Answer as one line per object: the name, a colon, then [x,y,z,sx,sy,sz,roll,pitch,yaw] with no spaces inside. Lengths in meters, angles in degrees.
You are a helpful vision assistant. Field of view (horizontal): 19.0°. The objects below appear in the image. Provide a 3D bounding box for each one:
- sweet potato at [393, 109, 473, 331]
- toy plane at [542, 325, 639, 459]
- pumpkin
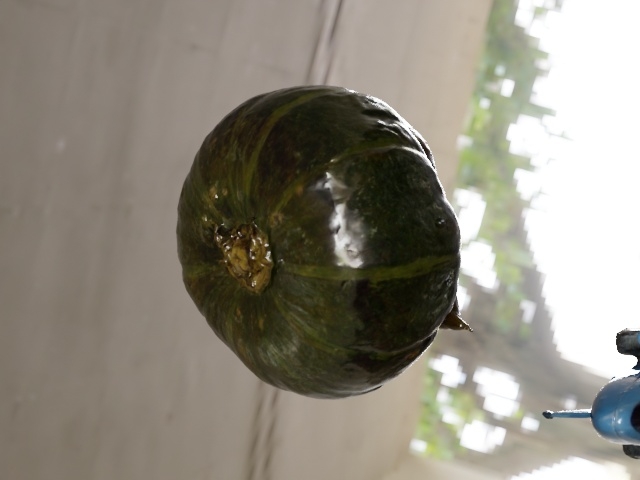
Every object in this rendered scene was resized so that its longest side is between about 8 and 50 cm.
sweet potato: [0.065,-0.019,1.434,0.274,0.067,0.067,-105,17,-46]
toy plane: [0.258,0.116,1.435,0.271,0.105,0.254,-6,-88,-54]
pumpkin: [0.000,0.000,1.319,0.157,0.223,0.224,-11,-55,-35]
